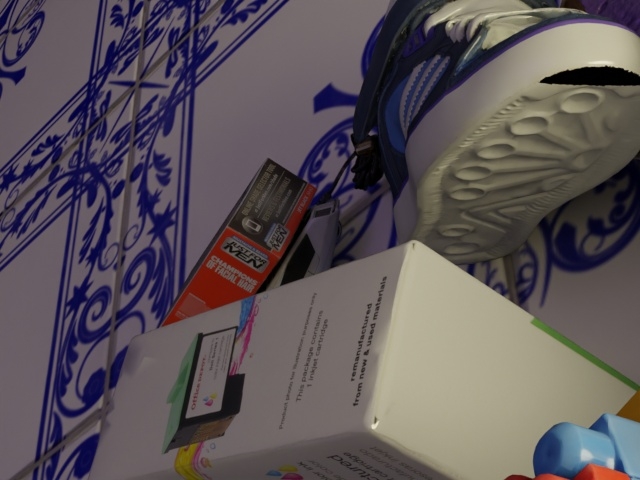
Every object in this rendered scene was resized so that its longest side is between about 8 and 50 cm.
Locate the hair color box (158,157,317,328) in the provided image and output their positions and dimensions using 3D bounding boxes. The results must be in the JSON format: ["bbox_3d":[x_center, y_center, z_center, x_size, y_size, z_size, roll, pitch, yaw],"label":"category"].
[{"bbox_3d":[-0.072,0.020,1.173,0.167,0.053,0.093,-54,6,45],"label":"hair color box"}]

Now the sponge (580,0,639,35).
[{"bbox_3d":[0.230,-0.137,0.857,0.117,0.031,0.210,-44,32,25],"label":"sponge"}]

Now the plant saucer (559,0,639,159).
[{"bbox_3d":[0.280,-0.177,0.898,0.310,0.050,0.310,-36,37,33],"label":"plant saucer"}]

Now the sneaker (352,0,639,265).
[{"bbox_3d":[0.108,-0.136,0.909,0.323,0.130,0.236,117,152,-69],"label":"sneaker"}]

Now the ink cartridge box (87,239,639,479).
[{"bbox_3d":[0.021,0.122,0.850,0.278,0.201,0.117,-20,46,48],"label":"ink cartridge box"}]

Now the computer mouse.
[{"bbox_3d":[0.000,0.000,1.152,0.193,0.042,0.106,-58,9,8],"label":"computer mouse"}]

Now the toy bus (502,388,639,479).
[{"bbox_3d":[0.132,0.141,0.518,0.220,0.211,0.149,-58,28,32],"label":"toy bus"}]
